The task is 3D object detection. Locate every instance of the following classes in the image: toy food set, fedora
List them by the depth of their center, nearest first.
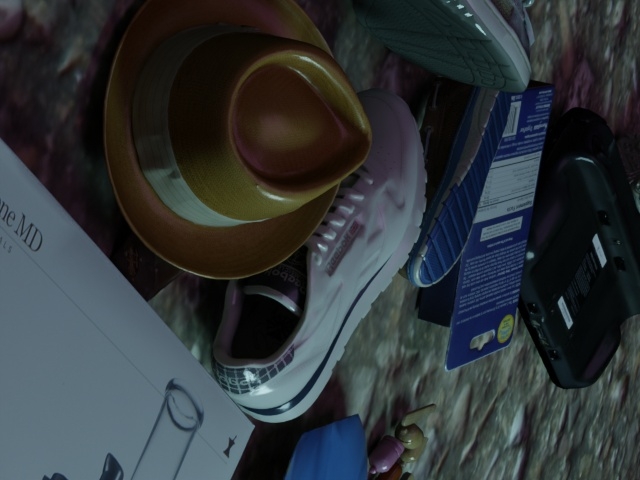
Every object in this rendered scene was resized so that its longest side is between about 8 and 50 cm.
[{"bbox_3d":[-0.033,-0.066,1.065,0.194,0.079,0.194,-5,97,-46],"label":"fedora"},{"bbox_3d":[0.055,0.186,1.483,0.078,0.019,0.122,-9,119,-61],"label":"toy food set"}]

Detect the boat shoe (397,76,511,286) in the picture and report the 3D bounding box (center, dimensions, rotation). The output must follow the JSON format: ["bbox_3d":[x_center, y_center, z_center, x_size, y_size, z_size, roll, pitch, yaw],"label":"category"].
[{"bbox_3d":[0.082,-0.045,1.359,0.066,0.066,0.183,73,35,-50],"label":"boat shoe"}]

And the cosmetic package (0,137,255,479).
[{"bbox_3d":[-0.185,0.132,0.909,0.284,0.097,0.377,-68,153,-20],"label":"cosmetic package"}]

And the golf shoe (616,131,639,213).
[{"bbox_3d":[0.329,-0.019,1.801,0.069,0.176,0.086,-34,176,-31],"label":"golf shoe"}]

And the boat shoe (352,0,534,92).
[{"bbox_3d":[0.072,-0.198,1.213,0.103,0.118,0.320,-63,144,-14],"label":"boat shoe"}]

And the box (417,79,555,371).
[{"bbox_3d":[0.132,-0.015,1.504,0.136,0.036,0.225,-14,114,-60],"label":"box"}]

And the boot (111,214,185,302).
[{"bbox_3d":[-0.079,-0.025,1.102,0.114,0.037,0.106,-27,125,-50],"label":"boot"}]

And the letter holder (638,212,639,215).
[{"bbox_3d":[0.452,-0.067,1.972,0.302,0.152,0.214,-59,151,-29],"label":"letter holder"}]

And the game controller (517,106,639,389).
[{"bbox_3d":[0.236,0.016,1.714,0.166,0.067,0.319,-51,147,-13],"label":"game controller"}]

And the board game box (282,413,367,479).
[{"bbox_3d":[-0.013,0.193,1.341,0.169,0.033,0.133,-8,106,-67],"label":"board game box"}]

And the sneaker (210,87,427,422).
[{"bbox_3d":[0.000,0.000,1.193,0.235,0.090,0.095,-68,158,-16],"label":"sneaker"}]
